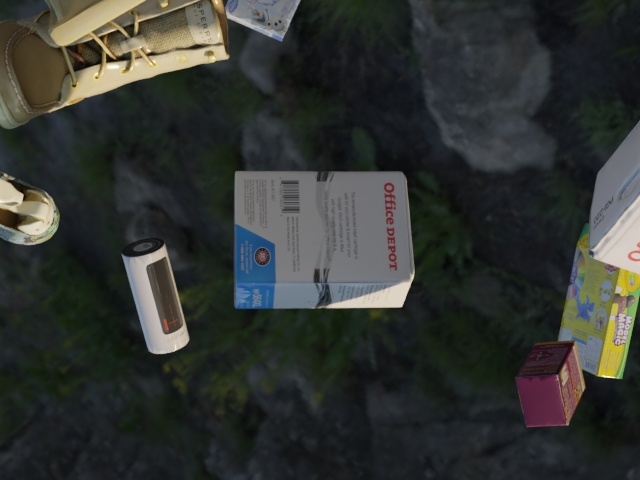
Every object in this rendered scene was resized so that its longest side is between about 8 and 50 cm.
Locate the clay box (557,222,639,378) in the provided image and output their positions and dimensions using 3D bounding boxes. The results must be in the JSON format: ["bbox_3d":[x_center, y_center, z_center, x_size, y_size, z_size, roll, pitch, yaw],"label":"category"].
[{"bbox_3d":[0.437,0.091,1.841,0.127,0.053,0.221,-155,76,-68],"label":"clay box"}]

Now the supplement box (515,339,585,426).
[{"bbox_3d":[0.223,0.138,1.146,0.043,0.083,0.054,-7,105,26],"label":"supplement box"}]

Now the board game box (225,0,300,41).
[{"bbox_3d":[-0.076,-0.334,1.637,0.090,0.090,0.020,24,169,-3],"label":"board game box"}]

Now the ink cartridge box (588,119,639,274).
[{"bbox_3d":[0.332,-0.025,0.880,0.218,0.092,0.158,18,144,-7],"label":"ink cartridge box"}]

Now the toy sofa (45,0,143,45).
[{"bbox_3d":[-0.209,-0.331,0.795,0.362,0.150,0.177,57,-172,-29],"label":"toy sofa"}]

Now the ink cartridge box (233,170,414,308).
[{"bbox_3d":[0.000,0.000,1.391,0.203,0.148,0.086,1,154,-5],"label":"ink cartridge box"}]

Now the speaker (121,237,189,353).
[{"bbox_3d":[-0.202,0.069,1.451,0.055,0.055,0.136,13,122,45],"label":"speaker"}]

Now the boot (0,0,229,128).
[{"bbox_3d":[-0.195,-0.181,1.112,0.204,0.262,0.095,-11,105,9],"label":"boot"}]

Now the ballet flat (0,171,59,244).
[{"bbox_3d":[-0.321,-0.037,1.226,0.070,0.070,0.188,26,-179,33],"label":"ballet flat"}]
